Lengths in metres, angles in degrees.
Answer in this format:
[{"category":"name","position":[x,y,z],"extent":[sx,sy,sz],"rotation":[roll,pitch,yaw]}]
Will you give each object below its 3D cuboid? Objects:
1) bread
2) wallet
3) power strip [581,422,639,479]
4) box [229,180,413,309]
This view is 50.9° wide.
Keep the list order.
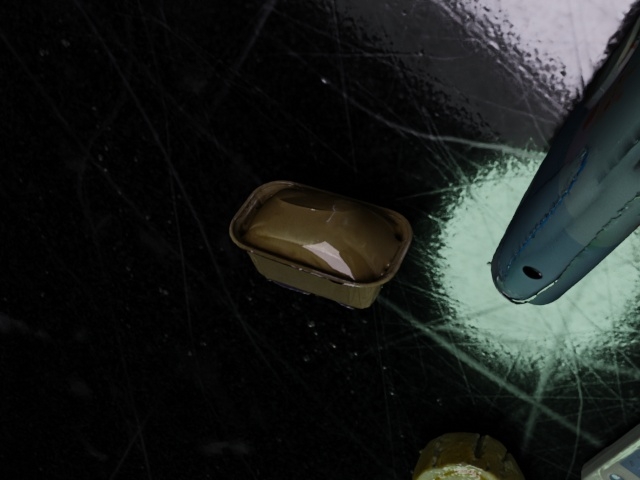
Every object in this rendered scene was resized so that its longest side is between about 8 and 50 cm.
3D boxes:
[{"category":"bread","position":[0.177,0.290,0.766],"extent":[0.118,0.064,0.156],"rotation":[-13,111,37]},{"category":"wallet","position":[0.205,-0.072,0.438],"extent":[0.075,0.176,0.250],"rotation":[32,153,7]},{"category":"power strip","position":[0.321,0.212,0.667],"extent":[0.048,0.030,0.191],"rotation":[36,127,7]},{"category":"box","position":[0.000,0.000,0.675],"extent":[0.177,0.111,0.111],"rotation":[16,123,19]}]
